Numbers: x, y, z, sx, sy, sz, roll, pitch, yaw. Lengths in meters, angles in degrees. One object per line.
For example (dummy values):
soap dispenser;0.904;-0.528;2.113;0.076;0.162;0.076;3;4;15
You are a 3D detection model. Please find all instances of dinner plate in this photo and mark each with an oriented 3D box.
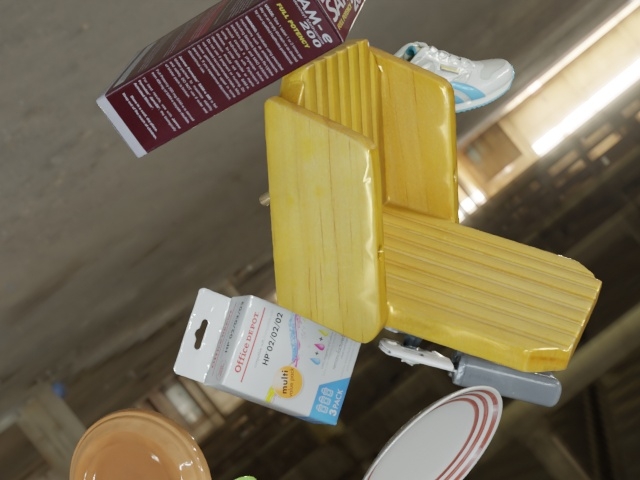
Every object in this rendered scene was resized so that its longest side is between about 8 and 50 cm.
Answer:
dinner plate;0.072;0.153;0.894;0.141;0.017;0.141;-30;143;-26

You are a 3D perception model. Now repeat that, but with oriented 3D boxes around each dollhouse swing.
dollhouse swing;0.147;-0.053;1.416;0.305;0.315;0.347;3;-162;21

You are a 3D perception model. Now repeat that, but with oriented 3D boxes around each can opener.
can opener;0.225;0.169;1.892;0.076;0.283;0.095;-110;-145;-79

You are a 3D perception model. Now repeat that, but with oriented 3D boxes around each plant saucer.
plant saucer;-0.232;0.312;1.592;0.200;0.200;0.037;-40;171;19

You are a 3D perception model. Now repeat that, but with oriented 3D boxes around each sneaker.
sneaker;0.159;-0.223;1.722;0.228;0.092;0.087;-13;-160;-18

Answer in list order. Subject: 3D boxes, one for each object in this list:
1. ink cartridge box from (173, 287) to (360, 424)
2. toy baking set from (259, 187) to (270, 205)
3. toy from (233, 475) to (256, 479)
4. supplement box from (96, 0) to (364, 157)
ink cartridge box;-0.057;0.126;1.392;0.061;0.181;0.104;-11;-121;64
toy baking set;-0.003;-0.006;1.736;0.030;0.197;0.256;-40;-166;-36
toy;-0.015;0.299;1.113;0.056;0.237;0.137;-47;144;7
supplement box;-0.081;-0.181;1.188;0.239;0.073;0.130;-26;-159;25
